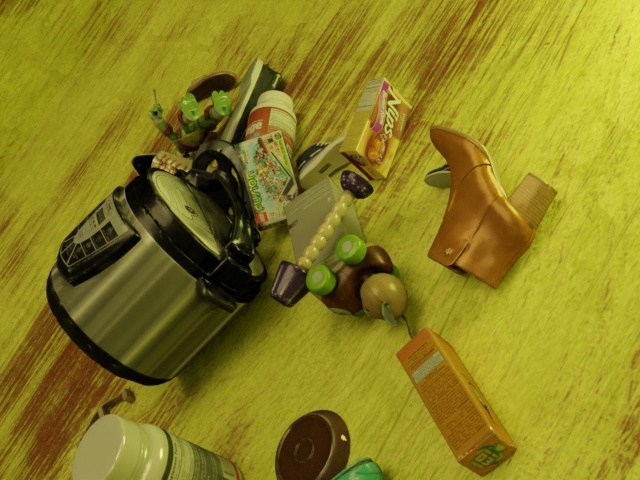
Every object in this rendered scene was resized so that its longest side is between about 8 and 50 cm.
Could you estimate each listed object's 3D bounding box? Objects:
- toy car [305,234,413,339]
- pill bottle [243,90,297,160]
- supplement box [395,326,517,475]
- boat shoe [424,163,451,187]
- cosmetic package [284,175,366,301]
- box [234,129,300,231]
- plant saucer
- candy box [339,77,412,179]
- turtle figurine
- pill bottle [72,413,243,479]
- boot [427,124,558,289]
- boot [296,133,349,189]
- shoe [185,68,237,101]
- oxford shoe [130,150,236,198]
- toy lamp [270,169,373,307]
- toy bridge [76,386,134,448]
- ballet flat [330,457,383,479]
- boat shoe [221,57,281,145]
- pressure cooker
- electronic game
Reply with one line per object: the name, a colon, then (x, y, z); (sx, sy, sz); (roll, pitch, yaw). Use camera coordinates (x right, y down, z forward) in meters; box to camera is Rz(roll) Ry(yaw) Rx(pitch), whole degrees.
toy car: (0.094, 0.107, 1.406); (0.149, 0.155, 0.188); (-46, 50, 8)
pill bottle: (-0.122, -0.256, 1.935); (0.121, 0.121, 0.216); (-22, 46, 34)
supplement box: (0.204, 0.243, 1.226); (0.080, 0.078, 0.233); (-45, 37, 10)
boat shoe: (0.254, -0.133, 1.503); (0.125, 0.046, 0.038); (-15, 50, 35)
cosmetic package: (0.016, 0.000, 1.600); (0.127, 0.107, 0.238); (-35, 38, 16)
box: (-0.112, -0.134, 1.787); (0.114, 0.036, 0.207); (-18, 74, 2)
plant saucer: (-0.022, 0.373, 1.398); (0.168, 0.029, 0.168); (-27, 45, 30)
candy box: (0.119, -0.234, 1.676); (0.053, 0.109, 0.187); (1, 61, 46)
turtle figurine: (-0.354, -0.361, 2.167); (0.266, 0.197, 0.275); (-23, 48, 63)
pill bottle: (-0.287, 0.425, 1.421); (0.161, 0.283, 0.161); (-27, 43, 29)
boot: (0.243, -0.061, 1.385); (0.295, 0.104, 0.211); (39, 94, 39)
boot: (0.017, -0.200, 1.786); (0.190, 0.069, 0.086); (-35, 43, 24)
shoe: (-0.323, -0.472, 2.358); (0.219, 0.076, 0.058); (-11, 58, 44)
oxford shoe: (-0.375, -0.158, 2.098); (0.397, 0.146, 0.140); (7, 63, 48)
toy lamp: (0.000, 0.000, 1.478); (0.080, 0.080, 0.275); (18, 68, 51)
toy bridge: (-0.506, 0.414, 1.873); (0.188, 0.026, 0.063); (-48, 36, 5)
ballet flat: (0.004, 0.442, 1.276); (0.247, 0.083, 0.087); (-38, 53, 21)
boat shoe: (-0.179, -0.339, 2.086); (0.114, 0.091, 0.303); (-23, 44, 61)
pressure cooker: (-0.321, 0.048, 1.702); (0.420, 0.370, 0.375); (-44, -6, 9)
electronic game: (-0.233, -0.128, 1.908); (0.229, 0.048, 0.229); (15, 114, 38)
